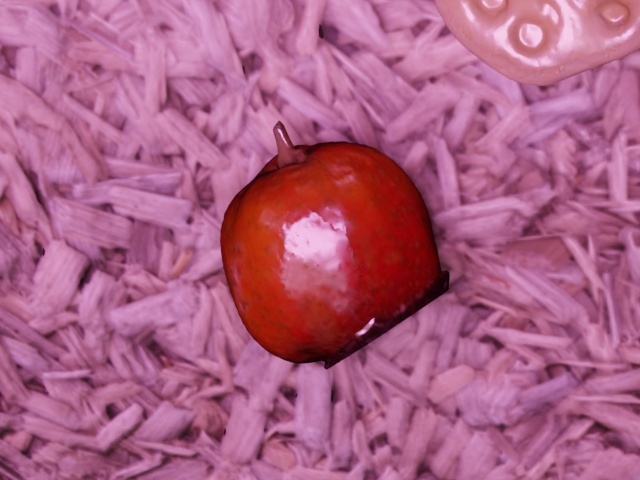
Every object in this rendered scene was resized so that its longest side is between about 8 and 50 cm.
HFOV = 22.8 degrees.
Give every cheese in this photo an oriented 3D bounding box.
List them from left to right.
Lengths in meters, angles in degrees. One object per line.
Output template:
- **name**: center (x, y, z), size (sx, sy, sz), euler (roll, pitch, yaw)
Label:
- **cheese**: center (0.218, -0.253, 1.434), size (0.235, 0.117, 0.217), euler (2, 114, 15)

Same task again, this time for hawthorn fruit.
- **hawthorn fruit**: center (0.000, 0.000, 1.569), size (0.215, 0.215, 0.249), euler (-14, 112, 21)
